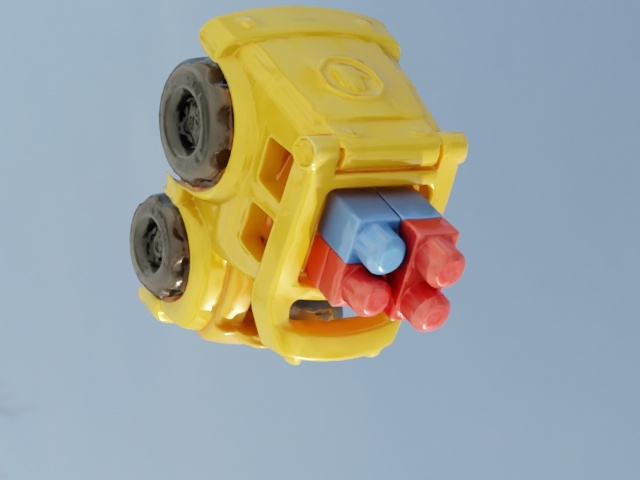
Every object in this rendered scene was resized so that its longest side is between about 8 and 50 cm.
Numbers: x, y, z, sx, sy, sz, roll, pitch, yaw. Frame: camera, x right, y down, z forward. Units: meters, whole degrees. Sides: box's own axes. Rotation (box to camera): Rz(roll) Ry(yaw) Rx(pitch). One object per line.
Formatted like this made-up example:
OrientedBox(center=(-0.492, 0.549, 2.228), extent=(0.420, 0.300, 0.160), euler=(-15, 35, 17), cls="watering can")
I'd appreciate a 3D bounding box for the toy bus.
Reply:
OrientedBox(center=(0.000, 0.000, 1.050), extent=(0.211, 0.149, 0.220), euler=(51, -46, 41), cls="toy bus")
